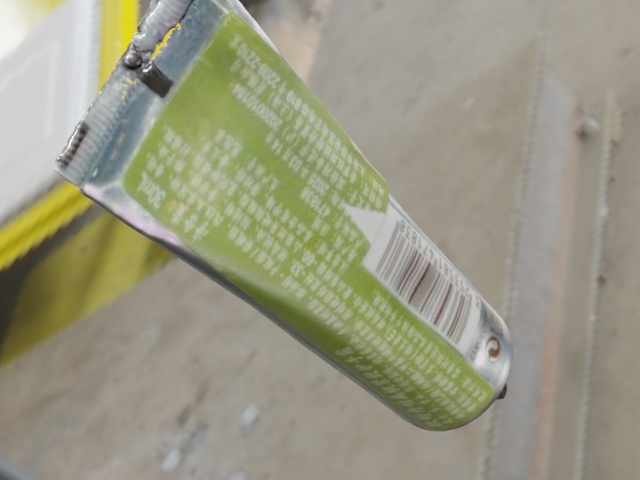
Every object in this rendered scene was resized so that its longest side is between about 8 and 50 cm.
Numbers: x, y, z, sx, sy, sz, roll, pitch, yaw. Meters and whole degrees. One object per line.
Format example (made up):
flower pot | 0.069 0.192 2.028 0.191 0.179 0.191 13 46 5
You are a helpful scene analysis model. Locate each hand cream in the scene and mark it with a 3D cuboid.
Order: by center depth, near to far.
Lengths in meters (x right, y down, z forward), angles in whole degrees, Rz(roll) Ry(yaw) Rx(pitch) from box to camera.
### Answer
hand cream | 0.000 0.000 0.605 0.055 0.235 0.086 10 67 43
